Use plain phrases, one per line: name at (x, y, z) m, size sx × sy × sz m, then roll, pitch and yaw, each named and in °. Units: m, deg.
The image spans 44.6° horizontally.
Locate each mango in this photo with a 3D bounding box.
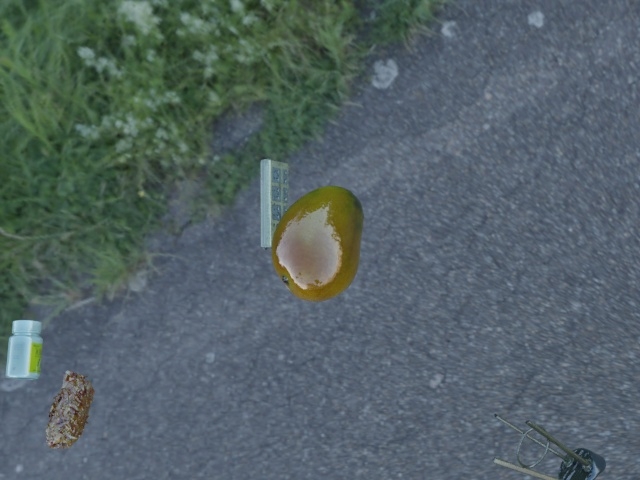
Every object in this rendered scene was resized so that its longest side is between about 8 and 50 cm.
mango at (-0.007, 0.001, 1.557) m, size 0.176 × 0.139 × 0.254 m, roll 10°, pitch 57°, yaw -4°

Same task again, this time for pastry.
pastry at (-0.498, 0.341, 1.575) m, size 0.063 × 0.087 × 0.169 m, roll -1°, pitch 49°, yaw 10°

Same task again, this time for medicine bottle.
medicine bottle at (-0.429, 0.159, 1.134) m, size 0.047 × 0.047 × 0.083 m, roll -8°, pitch 74°, yaw 31°

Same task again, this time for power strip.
power strip at (-0.114, -0.072, 1.935) m, size 0.034 × 0.092 × 0.267 m, roll -2°, pitch 86°, yaw 32°

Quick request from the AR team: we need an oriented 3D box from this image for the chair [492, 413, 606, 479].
chair at (0.421, 0.403, 1.447) m, size 0.095 × 0.222 × 0.104 m, roll -67°, pitch 18°, yaw -10°
